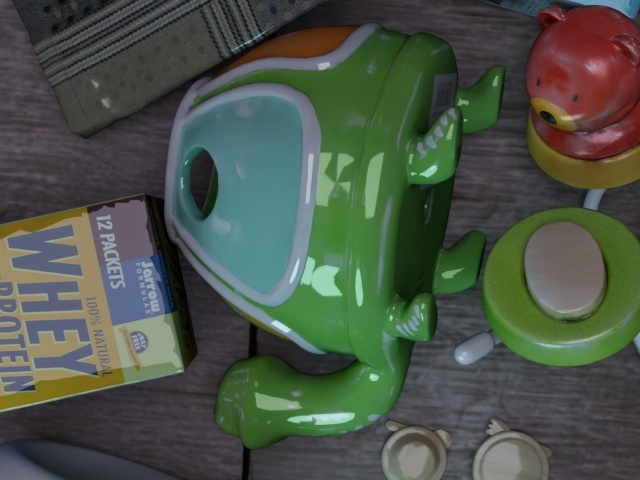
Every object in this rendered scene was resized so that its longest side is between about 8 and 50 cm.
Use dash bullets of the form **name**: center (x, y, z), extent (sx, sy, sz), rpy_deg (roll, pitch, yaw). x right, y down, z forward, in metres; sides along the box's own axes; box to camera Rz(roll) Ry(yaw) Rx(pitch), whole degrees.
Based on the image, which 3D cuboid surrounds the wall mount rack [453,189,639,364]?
- **wall mount rack**: center (0.284, 0.110, 1.304), extent (0.304, 0.130, 0.350), rpy_deg (-28, 89, 0)

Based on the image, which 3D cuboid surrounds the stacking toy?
- **stacking toy**: center (0.261, -0.038, 1.201), extent (0.309, 0.130, 0.279), rpy_deg (17, 62, 25)

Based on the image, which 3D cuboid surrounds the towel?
- **towel**: center (-0.130, -0.284, 1.301), extent (0.324, 0.056, 0.312), rpy_deg (-26, 88, 19)

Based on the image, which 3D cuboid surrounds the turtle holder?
- **turtle holder**: center (0.006, -0.016, 1.275), extent (0.227, 0.243, 0.320), rpy_deg (10, 129, 14)

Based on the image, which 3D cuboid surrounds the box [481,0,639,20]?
- **box**: center (0.137, -0.232, 1.319), extent (0.244, 0.100, 0.060), rpy_deg (16, 88, -1)

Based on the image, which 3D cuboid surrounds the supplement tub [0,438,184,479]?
- **supplement tub**: center (-0.193, 0.343, 1.245), extent (0.241, 0.241, 0.331), rpy_deg (20, 90, 0)

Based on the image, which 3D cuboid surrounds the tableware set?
- **tableware set**: center (0.113, 0.228, 1.358), extent (0.141, 0.020, 0.168), rpy_deg (11, 89, -2)

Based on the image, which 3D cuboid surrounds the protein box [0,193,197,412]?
- **protein box**: center (-0.211, 0.052, 1.265), extent (0.201, 0.200, 0.136), rpy_deg (-13, 90, -1)
